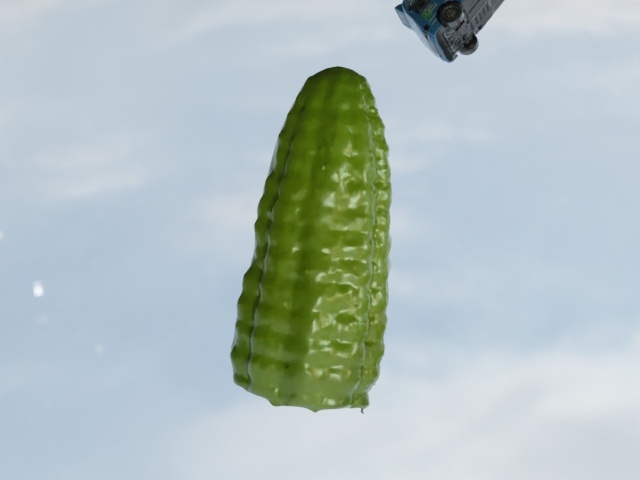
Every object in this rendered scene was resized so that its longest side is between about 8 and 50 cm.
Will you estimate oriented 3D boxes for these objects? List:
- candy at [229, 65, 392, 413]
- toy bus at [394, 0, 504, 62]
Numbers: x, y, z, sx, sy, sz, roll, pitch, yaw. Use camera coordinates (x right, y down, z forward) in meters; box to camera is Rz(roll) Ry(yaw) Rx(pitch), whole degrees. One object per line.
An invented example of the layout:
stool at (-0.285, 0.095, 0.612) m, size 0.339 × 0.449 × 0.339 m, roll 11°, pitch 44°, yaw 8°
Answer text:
candy at (0.000, 0.000, 1.095) m, size 0.096 × 0.210 × 0.097 m, roll 7°, pitch -174°, yaw -1°
toy bus at (0.084, -0.147, 1.057) m, size 0.046 × 0.038 × 0.083 m, roll 35°, pitch -99°, yaw 31°
